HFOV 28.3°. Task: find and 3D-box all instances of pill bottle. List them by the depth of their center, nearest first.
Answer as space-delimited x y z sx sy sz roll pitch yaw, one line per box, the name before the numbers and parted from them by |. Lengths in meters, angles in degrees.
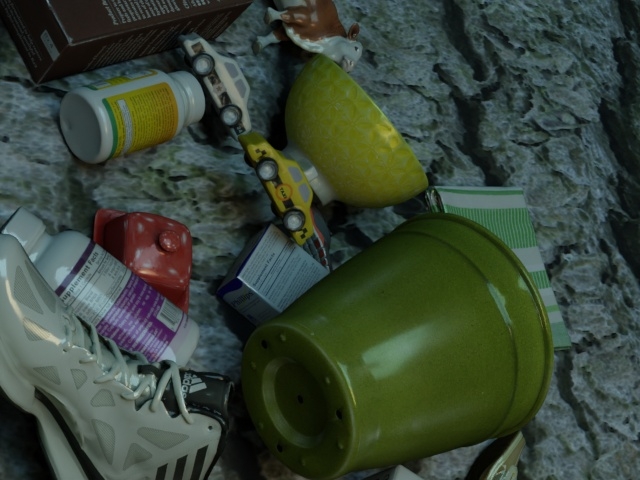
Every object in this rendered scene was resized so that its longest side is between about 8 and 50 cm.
pill bottle | -0.327 0.094 1.729 0.301 0.169 0.169 39 50 -13
pill bottle | -0.283 -0.197 1.946 0.208 0.117 0.117 -23 82 -41

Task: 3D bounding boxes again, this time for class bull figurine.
bull figurine | -0.043 -0.421 2.248 0.188 0.101 0.310 -12 75 -37

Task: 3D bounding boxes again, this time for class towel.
towel | 0.328 0.050 2.316 0.248 0.038 0.324 -2 68 -37

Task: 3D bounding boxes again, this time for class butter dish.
butter dish | -0.244 0.020 1.861 0.160 0.118 0.160 15 60 -29

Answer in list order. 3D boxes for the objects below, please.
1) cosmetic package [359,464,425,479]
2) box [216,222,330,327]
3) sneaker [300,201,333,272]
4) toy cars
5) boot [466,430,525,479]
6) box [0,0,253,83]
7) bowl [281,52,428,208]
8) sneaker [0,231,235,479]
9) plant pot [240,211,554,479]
cosmetic package | 0.100 0.535 1.819 0.197 0.155 0.365 35 52 -18
box | -0.071 0.069 1.992 0.137 0.072 0.126 41 50 -13
sneaker | 0.000 0.000 2.091 0.065 0.061 0.157 -2 69 -43
toy cars | -0.101 -0.177 2.009 0.087 0.176 0.393 -30 70 -5
boot | 0.317 0.433 2.083 0.165 0.077 0.213 44 54 -9
box | -0.311 -0.395 2.017 0.381 0.143 0.191 -22 81 -43
bowl | 0.026 -0.149 2.092 0.156 0.289 0.289 -39 93 -4
sneaker | -0.250 0.148 1.576 0.169 0.258 0.447 -91 165 -53
plant pot | 0.087 0.180 1.853 0.353 0.366 0.366 -21 80 -40
